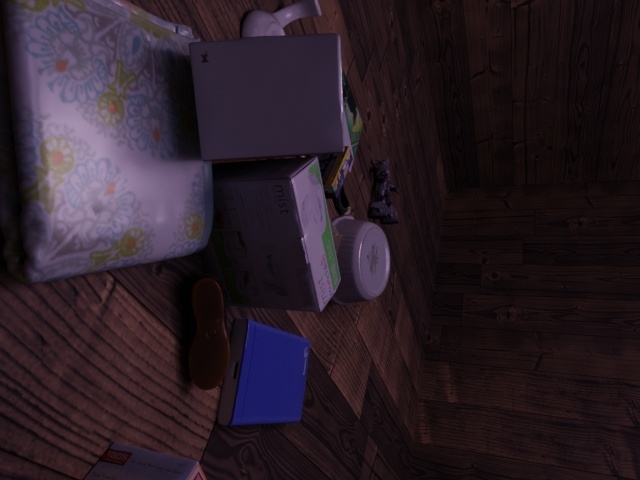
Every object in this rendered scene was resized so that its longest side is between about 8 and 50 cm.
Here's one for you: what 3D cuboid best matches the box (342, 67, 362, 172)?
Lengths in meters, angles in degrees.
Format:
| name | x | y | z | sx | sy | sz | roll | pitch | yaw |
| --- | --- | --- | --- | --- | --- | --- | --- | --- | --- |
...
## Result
| name | x | y | z | sx | sy | sz | roll | pitch | yaw |
| --- | --- | --- | --- | --- | --- | --- | --- | --- | --- |
| box | 0.046 | -0.397 | 1.445 | 0.322 | 0.058 | 0.232 | 61 | 37 | -50 |

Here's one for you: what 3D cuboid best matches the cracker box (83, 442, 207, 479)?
| name | x | y | z | sx | sy | sz | roll | pitch | yaw |
| --- | --- | --- | --- | --- | --- | --- | --- | --- | --- |
| cracker box | -0.267 | 0.382 | 0.587 | 0.232 | 0.155 | 0.067 | -56 | 140 | -52 |

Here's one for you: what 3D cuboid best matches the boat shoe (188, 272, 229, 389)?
| name | x | y | z | sx | sy | sz | roll | pitch | yaw |
| --- | --- | --- | --- | --- | --- | --- | --- | --- | --- |
| boat shoe | -0.202 | 0.161 | 0.850 | 0.073 | 0.073 | 0.207 | -158 | -109 | -72 |

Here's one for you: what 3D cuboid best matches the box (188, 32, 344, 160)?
| name | x | y | z | sx | sy | sz | roll | pitch | yaw |
| --- | --- | --- | --- | --- | --- | --- | --- | --- | --- |
| box | -0.073 | -0.231 | 0.826 | 0.345 | 0.215 | 0.168 | -87 | 174 | -80 |

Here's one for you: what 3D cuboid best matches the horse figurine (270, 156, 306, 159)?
| name | x | y | z | sx | sy | sz | roll | pitch | yaw |
| --- | --- | --- | --- | --- | --- | --- | --- | --- | --- |
| horse figurine | -0.106 | -0.133 | 1.083 | 0.174 | 0.066 | 0.263 | 49 | 44 | -48 |

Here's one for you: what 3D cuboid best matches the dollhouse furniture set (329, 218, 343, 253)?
| name | x | y | z | sx | sy | sz | roll | pitch | yaw |
| --- | --- | --- | --- | --- | --- | --- | --- | --- | --- |
| dollhouse furniture set | -0.063 | -0.034 | 1.123 | 0.182 | 0.160 | 0.101 | 58 | -29 | 31 |

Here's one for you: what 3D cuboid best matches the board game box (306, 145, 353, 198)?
| name | x | y | z | sx | sy | sz | roll | pitch | yaw |
| --- | --- | --- | --- | --- | --- | --- | --- | --- | --- |
| board game box | -0.005 | -0.175 | 1.220 | 0.170 | 0.141 | 0.048 | -67 | 147 | -41 |

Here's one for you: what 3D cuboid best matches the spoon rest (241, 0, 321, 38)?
| name | x | y | z | sx | sy | sz | roll | pitch | yaw |
| --- | --- | --- | --- | --- | --- | --- | --- | --- | --- |
| spoon rest | -0.100 | -0.496 | 1.105 | 0.276 | 0.084 | 0.137 | -54 | 138 | -34 |

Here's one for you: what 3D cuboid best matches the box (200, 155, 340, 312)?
| name | x | y | z | sx | sy | sz | roll | pitch | yaw |
| --- | --- | --- | --- | --- | --- | --- | --- | --- | --- |
| box | -0.105 | -0.010 | 0.874 | 0.127 | 0.231 | 0.262 | -52 | 135 | -55 |

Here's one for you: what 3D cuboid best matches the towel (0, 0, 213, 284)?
| name | x | y | z | sx | sy | sz | roll | pitch | yaw |
| --- | --- | --- | --- | --- | --- | --- | --- | --- | --- |
| towel | -0.282 | -0.149 | 0.651 | 0.320 | 0.090 | 0.375 | -11 | 100 | -64 |

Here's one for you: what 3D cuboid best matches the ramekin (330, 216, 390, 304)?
| name | x | y | z | sx | sy | sz | roll | pitch | yaw |
| --- | --- | --- | --- | --- | --- | --- | --- | --- | --- |
| ramekin | 0.110 | 0.061 | 1.407 | 0.273 | 0.127 | 0.273 | 5 | 85 | -57 |

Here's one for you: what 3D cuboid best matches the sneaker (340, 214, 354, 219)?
| name | x | y | z | sx | sy | sz | roll | pitch | yaw |
| --- | --- | --- | --- | --- | --- | --- | --- | --- | --- |
| sneaker | 0.077 | -0.008 | 1.534 | 0.061 | 0.053 | 0.152 | 1 | 87 | -50 |

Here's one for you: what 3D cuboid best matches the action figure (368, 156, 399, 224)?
| name | x | y | z | sx | sy | sz | roll | pitch | yaw |
| --- | --- | --- | --- | --- | --- | --- | --- | --- | --- |
| action figure | 0.260 | -0.210 | 1.894 | 0.185 | 0.099 | 0.285 | 32 | 57 | -53 |

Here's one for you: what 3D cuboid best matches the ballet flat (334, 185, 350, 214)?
| name | x | y | z | sx | sy | sz | roll | pitch | yaw |
| --- | --- | --- | --- | --- | --- | --- | --- | --- | --- |
| ballet flat | 0.069 | -0.144 | 1.506 | 0.173 | 0.049 | 0.057 | 66 | 34 | -43 |

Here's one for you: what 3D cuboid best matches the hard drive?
| name | x | y | z | sx | sy | sz | roll | pitch | yaw |
| --- | --- | --- | --- | --- | --- | --- | --- | --- | --- |
| hard drive | -0.116 | 0.312 | 1.085 | 0.318 | 0.040 | 0.210 | 40 | 54 | -60 |
